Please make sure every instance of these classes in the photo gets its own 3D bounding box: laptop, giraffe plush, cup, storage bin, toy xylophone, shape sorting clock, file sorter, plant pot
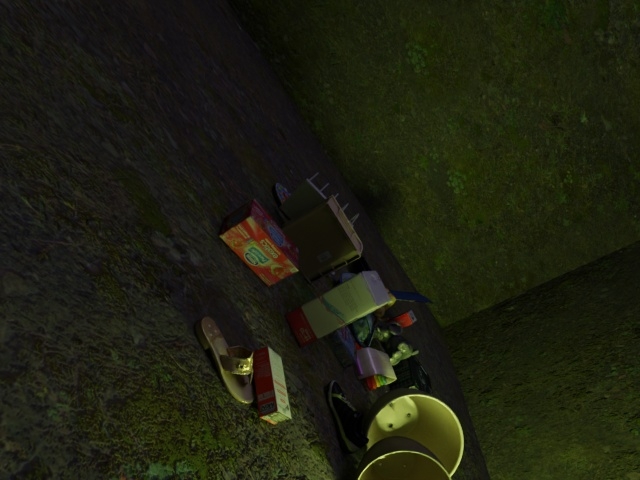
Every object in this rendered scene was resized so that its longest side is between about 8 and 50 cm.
[{"bbox_3d":[0.432,0.221,2.437,0.408,0.236,0.382,61,1,0],"label":"laptop"},{"bbox_3d":[0.267,0.323,2.148,0.170,0.181,0.210,34,65,-36],"label":"giraffe plush"},{"bbox_3d":[0.297,0.663,1.448,0.331,0.331,0.237,60,-4,-3],"label":"cup"},{"bbox_3d":[0.000,0.000,1.672,0.260,0.262,0.123,58,18,-10],"label":"storage bin"},{"bbox_3d":[0.247,0.572,1.762,0.322,0.081,0.236,42,25,-46],"label":"toy xylophone"},{"bbox_3d":[-0.149,-0.178,1.913,0.206,0.040,0.206,52,19,-27],"label":"shape sorting clock"},{"bbox_3d":[0.003,-0.134,1.802,0.278,0.193,0.173,45,32,-5],"label":"file sorter"},{"bbox_3d":[0.232,0.709,1.223,0.284,0.284,0.191,59,3,-3],"label":"plant pot"}]

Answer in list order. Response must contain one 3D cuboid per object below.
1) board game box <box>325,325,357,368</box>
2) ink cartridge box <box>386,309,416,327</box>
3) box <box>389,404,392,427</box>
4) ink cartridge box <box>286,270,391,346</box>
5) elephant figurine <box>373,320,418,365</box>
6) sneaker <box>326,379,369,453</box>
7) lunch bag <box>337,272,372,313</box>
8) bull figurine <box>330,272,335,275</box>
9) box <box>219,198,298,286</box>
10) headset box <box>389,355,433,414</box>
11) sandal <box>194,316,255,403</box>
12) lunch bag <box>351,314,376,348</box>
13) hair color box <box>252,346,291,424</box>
[{"bbox_3d":[0.072,0.369,1.628,0.194,0.060,0.194,56,18,-18],"label":"board game box"},{"bbox_3d":[0.501,0.495,2.515,0.078,0.134,0.231,65,18,13],"label":"ink cartridge box"},{"bbox_3d":[0.321,0.784,1.693,0.191,0.045,0.184,50,22,-32],"label":"box"},{"bbox_3d":[0.068,0.231,1.417,0.131,0.306,0.226,64,18,12],"label":"ink cartridge box"},{"bbox_3d":[0.335,0.473,2.005,0.239,0.169,0.186,56,-1,35],"label":"elephant figurine"},{"bbox_3d":[0.096,0.561,1.321,0.084,0.097,0.235,35,30,-55],"label":"sneaker"},{"bbox_3d":[0.166,0.246,1.928,0.176,0.090,0.219,9,30,-7],"label":"lunch bag"},{"bbox_3d":[0.012,0.018,1.951,0.188,0.101,0.310,46,22,-42],"label":"bull figurine"},{"bbox_3d":[-0.192,0.011,1.336,0.257,0.128,0.123,51,19,-28],"label":"box"},{"bbox_3d":[0.446,0.718,2.007,0.246,0.131,0.283,53,19,-20],"label":"headset box"},{"bbox_3d":[-0.200,0.277,0.968,0.240,0.079,0.088,59,17,-7],"label":"sandal"},{"bbox_3d":[0.205,0.413,1.893,0.129,0.096,0.151,-16,93,-76],"label":"lunch bag"},{"bbox_3d":[-0.127,0.370,1.047,0.093,0.053,0.167,61,9,-51],"label":"hair color box"}]
